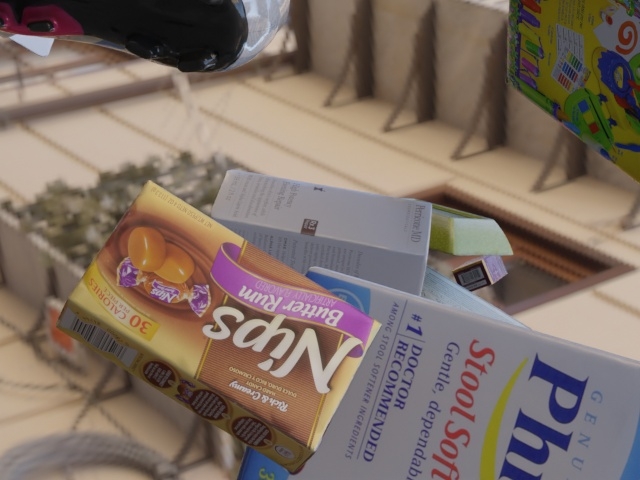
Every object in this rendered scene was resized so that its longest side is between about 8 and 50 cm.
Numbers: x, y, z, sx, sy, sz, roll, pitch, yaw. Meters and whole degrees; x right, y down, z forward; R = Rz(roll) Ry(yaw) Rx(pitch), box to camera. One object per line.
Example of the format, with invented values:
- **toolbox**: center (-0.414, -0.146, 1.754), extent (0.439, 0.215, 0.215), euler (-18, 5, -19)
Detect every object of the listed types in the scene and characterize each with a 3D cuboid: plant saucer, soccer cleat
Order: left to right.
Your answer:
- **soccer cleat**: center (-0.179, -0.214, 1.120), extent (0.331, 0.143, 0.116), euler (22, -62, 16)
- **plant saucer**: center (0.147, -0.023, 1.918), extent (0.188, 0.188, 0.045), euler (16, -82, 32)

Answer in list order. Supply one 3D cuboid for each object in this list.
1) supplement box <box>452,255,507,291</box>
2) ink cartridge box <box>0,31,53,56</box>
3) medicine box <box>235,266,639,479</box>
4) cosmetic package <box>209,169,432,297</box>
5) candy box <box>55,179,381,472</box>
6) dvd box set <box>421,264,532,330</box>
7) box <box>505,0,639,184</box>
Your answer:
- **supplement box**: center (0.245, 0.049, 2.165), extent (0.055, 0.083, 0.043), euler (-23, -89, 28)
- **ink cartridge box**: center (-0.495, -0.445, 2.102), extent (0.119, 0.353, 0.207), euler (-6, -118, 50)
- **medicine box**: center (0.097, 0.190, 1.074), extent (0.289, 0.149, 0.263), euler (16, -97, 16)
- **cosmetic package**: center (0.000, 0.000, 1.507), extent (0.117, 0.231, 0.085), euler (-78, 175, -58)
- **candy box**: center (-0.066, 0.057, 0.932), extent (0.187, 0.109, 0.053), euler (32, -32, -2)
- **dvd box set**: center (0.191, 0.237, 1.833), extent (0.062, 0.308, 0.420), euler (-36, -139, 32)
- **box**: center (0.360, -0.225, 1.508), extent (0.279, 0.177, 0.290), euler (42, -18, 25)
